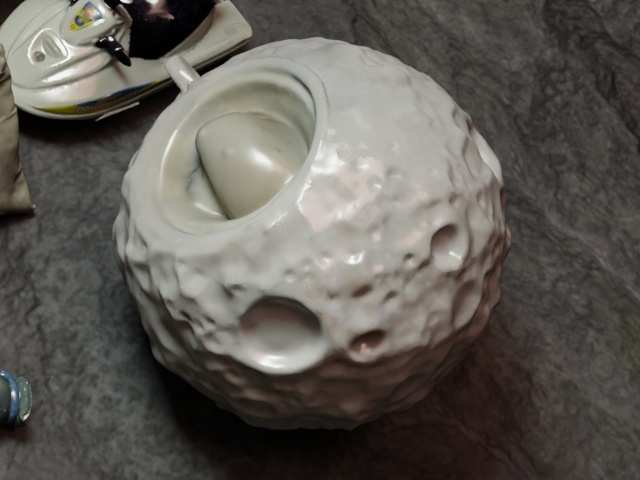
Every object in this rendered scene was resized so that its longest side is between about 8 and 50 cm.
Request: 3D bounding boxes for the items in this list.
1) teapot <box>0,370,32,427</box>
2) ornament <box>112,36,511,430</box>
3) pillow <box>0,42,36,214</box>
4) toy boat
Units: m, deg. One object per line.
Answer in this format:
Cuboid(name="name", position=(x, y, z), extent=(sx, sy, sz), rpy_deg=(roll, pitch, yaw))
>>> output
Cuboid(name="teapot", position=(-0.286, 0.132, 1.647), extent=(0.083, 0.063, 0.049), rpy_deg=(6, 89, -25))
Cuboid(name="ornament", position=(0.000, 0.000, 1.687), extent=(0.337, 0.337, 0.337), rpy_deg=(12, 56, -18))
Cuboid(name="pillow", position=(-0.364, -0.076, 1.670), extent=(0.270, 0.173, 0.067), rpy_deg=(-14, 32, -31))
Cuboid(name="toy boat", position=(-0.182, -0.200, 1.850), extent=(0.141, 0.141, 0.269), rpy_deg=(51, 39, 11))
